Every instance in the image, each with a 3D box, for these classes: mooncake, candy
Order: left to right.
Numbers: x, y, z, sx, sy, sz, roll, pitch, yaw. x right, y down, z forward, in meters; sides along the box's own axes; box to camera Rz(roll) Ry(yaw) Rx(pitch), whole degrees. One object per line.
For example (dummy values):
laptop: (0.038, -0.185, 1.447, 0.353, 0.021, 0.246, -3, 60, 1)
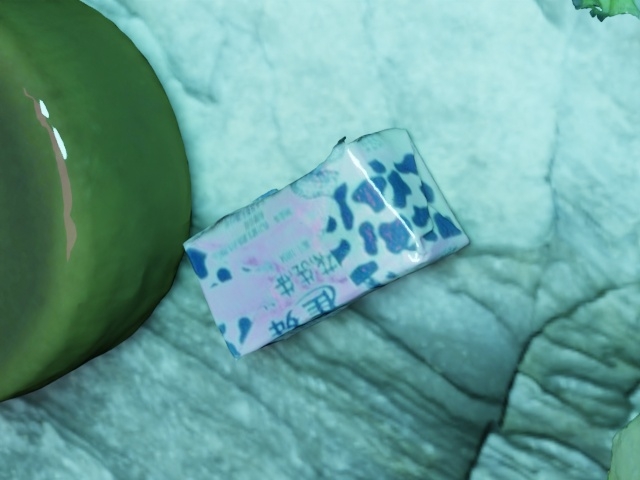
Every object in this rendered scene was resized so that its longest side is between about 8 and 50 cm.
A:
mooncake: (-0.224, -0.036, 1.259, 0.284, 0.155, 0.284, 9, 109, 28)
candy: (0.000, 0.000, 1.193, 0.160, 0.073, 0.092, -30, 86, 31)

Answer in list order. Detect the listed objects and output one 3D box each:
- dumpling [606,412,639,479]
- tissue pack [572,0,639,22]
dumpling: (0.281, 0.054, 1.045, 0.166, 0.086, 0.332, 53, 127, 46)
tissue pack: (0.240, -0.312, 0.874, 0.288, 0.124, 0.394, -9, 100, -9)
